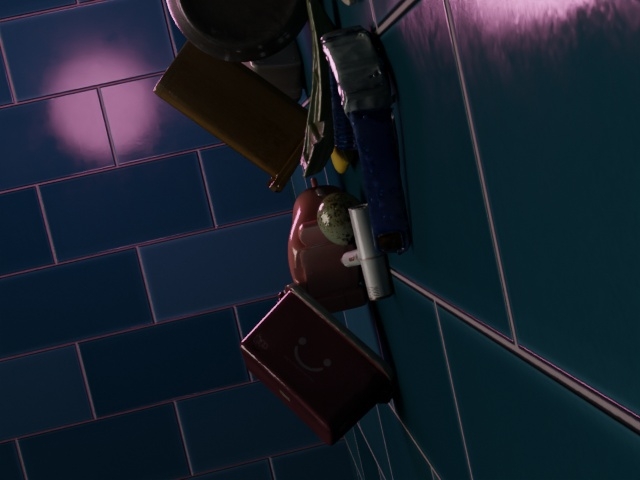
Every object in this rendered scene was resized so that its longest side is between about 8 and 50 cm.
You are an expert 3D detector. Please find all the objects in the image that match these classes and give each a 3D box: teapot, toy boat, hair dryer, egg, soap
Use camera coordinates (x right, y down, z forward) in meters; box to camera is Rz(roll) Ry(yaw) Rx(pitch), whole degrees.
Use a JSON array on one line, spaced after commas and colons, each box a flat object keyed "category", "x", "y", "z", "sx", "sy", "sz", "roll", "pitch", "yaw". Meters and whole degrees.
[{"category": "teapot", "x": -0.140, "y": -0.483, "z": 1.630, "sx": 0.344, "sy": 0.253, "sz": 0.300, "roll": -101, "pitch": 15, "yaw": -75}, {"category": "toy boat", "x": 0.000, "y": -0.242, "z": 1.437, "sx": 0.093, "sy": 0.055, "sz": 0.293, "roll": -106, "pitch": 16, "yaw": -59}, {"category": "hair dryer", "x": 0.057, "y": 0.011, "z": 1.510, "sx": 0.183, "sy": 0.044, "sz": 0.155, "roll": -163, "pitch": 60, "yaw": -69}, {"category": "egg", "x": 0.038, "y": -0.035, "z": 1.565, "sx": 0.085, "sy": 0.085, "sz": 0.110, "roll": -107, "pitch": -1, "yaw": -46}, {"category": "soap", "x": 0.036, "y": -0.163, "z": 1.540, "sx": 0.168, "sy": 0.033, "sz": 0.089, "roll": 168, "pitch": 90, "yaw": -85}]

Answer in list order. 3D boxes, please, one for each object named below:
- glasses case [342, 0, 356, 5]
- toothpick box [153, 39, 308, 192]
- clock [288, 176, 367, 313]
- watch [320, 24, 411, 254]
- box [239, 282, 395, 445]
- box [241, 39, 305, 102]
[{"category": "glasses case", "x": 0.032, "y": -0.333, "z": 1.183, "sx": 0.083, "sy": 0.021, "sz": 0.032, "roll": -110, "pitch": 9, "yaw": -59}, {"category": "toothpick box", "x": -0.159, "y": -0.258, "z": 1.784, "sx": 0.308, "sy": 0.190, "sz": 0.187, "roll": 34, "pitch": -177, "yaw": -8}, {"category": "clock", "x": 0.000, "y": 0.000, "z": 1.837, "sx": 0.241, "sy": 0.142, "sz": 0.227, "roll": -103, "pitch": 3, "yaw": -58}, {"category": "watch", "x": 0.055, "y": -0.164, "z": 1.208, "sx": 0.276, "sy": 0.068, "sz": 0.274, "roll": -109, "pitch": 3, "yaw": -50}, {"category": "box", "x": -0.013, "y": 0.246, "z": 1.743, "sx": 0.294, "sy": 0.167, "sz": 0.193, "roll": 40, "pitch": 164, "yaw": 19}, {"category": "box", "x": -0.120, "y": -0.420, "z": 2.116, "sx": 0.129, "sy": 0.148, "sz": 0.210, "roll": 99, "pitch": 160, "yaw": -48}]
